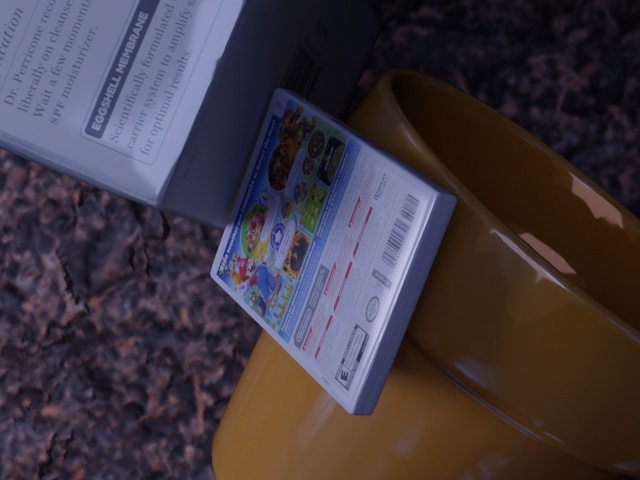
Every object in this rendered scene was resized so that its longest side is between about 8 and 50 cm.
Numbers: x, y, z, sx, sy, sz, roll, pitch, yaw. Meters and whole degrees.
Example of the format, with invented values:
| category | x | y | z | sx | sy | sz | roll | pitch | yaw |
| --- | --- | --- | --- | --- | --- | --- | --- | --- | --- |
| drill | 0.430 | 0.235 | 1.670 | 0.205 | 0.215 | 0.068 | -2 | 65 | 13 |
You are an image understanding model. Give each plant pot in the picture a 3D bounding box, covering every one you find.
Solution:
| category | x | y | z | sx | sy | sz | roll | pitch | yaw |
| --- | --- | --- | --- | --- | --- | --- | --- | --- | --- |
| plant pot | 0.054 | 0.059 | 0.577 | 0.205 | 0.205 | 0.188 | 42 | 109 | 11 |

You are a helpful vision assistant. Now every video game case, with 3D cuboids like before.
| category | x | y | z | sx | sy | sz | roll | pitch | yaw |
| --- | --- | --- | --- | --- | --- | --- | --- | --- | --- |
| video game case | 0.000 | 0.000 | 0.496 | 0.122 | 0.011 | 0.087 | 39 | 113 | 51 |

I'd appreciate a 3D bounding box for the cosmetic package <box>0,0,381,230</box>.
| category | x | y | z | sx | sy | sz | roll | pitch | yaw |
| --- | --- | --- | --- | --- | --- | --- | --- | --- | --- |
| cosmetic package | -0.113 | -0.103 | 0.596 | 0.224 | 0.224 | 0.138 | 24 | 90 | 12 |
